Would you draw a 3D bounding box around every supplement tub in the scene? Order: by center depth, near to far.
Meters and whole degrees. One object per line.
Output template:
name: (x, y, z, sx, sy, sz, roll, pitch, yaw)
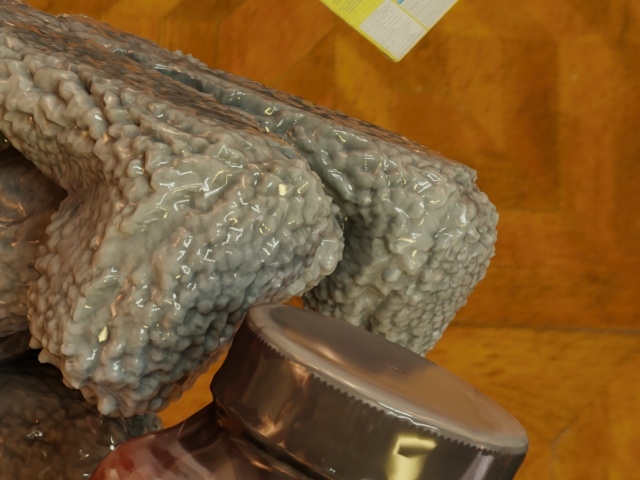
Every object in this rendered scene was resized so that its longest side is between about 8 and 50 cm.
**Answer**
supplement tub: (-0.025, 0.117, 0.429, 0.106, 0.106, 0.198, 25, 97, -6)

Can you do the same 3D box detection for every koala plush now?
koala plush: (-0.091, 0.047, 0.565, 0.203, 0.196, 0.221, 24, 100, 24)

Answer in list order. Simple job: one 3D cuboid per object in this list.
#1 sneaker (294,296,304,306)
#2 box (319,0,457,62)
sneaker: (0.000, 0.000, 0.914, 0.097, 0.234, 0.084, 32, 84, 0)
box: (0.021, -0.214, 1.282, 0.179, 0.043, 0.105, 36, 107, -29)
